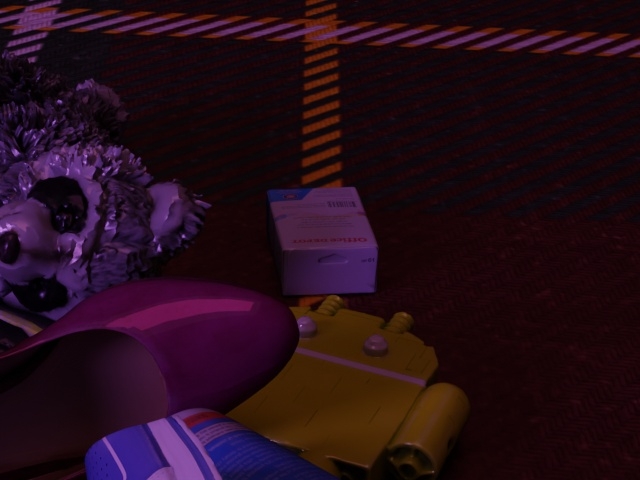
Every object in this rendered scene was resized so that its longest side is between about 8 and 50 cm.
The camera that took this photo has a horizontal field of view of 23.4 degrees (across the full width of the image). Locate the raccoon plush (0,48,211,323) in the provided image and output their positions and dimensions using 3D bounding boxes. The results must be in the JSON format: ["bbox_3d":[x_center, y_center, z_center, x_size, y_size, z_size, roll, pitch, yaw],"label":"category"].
[{"bbox_3d":[-0.189,-0.060,1.385,0.299,0.216,0.446,21,32,15],"label":"raccoon plush"}]

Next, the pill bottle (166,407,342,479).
[{"bbox_3d":[-0.021,0.203,0.976,0.221,0.124,0.124,23,34,34],"label":"pill bottle"}]

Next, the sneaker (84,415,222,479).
[{"bbox_3d":[-0.110,0.252,0.810,0.182,0.127,0.315,-13,58,-13],"label":"sneaker"}]

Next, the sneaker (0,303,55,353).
[{"bbox_3d":[-0.301,0.087,1.203,0.234,0.084,0.097,9,30,11],"label":"sneaker"}]

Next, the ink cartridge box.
[{"bbox_3d":[0.000,0.000,1.430,0.088,0.052,0.122,-2,27,-9],"label":"ink cartridge box"}]

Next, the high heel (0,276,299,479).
[{"bbox_3d":[-0.194,0.131,1.028,0.377,0.127,0.181,-21,14,5],"label":"high heel"}]

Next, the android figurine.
[{"bbox_3d":[-0.008,0.123,1.202,0.248,0.056,0.273,14,32,20],"label":"android figurine"}]
